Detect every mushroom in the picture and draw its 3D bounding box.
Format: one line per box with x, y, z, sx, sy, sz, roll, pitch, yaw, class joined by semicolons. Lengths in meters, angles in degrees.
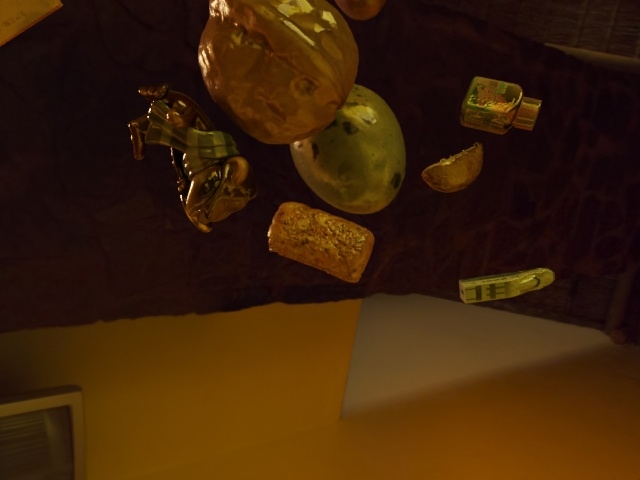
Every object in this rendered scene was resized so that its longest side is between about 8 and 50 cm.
0.352;-0.180;1.239;0.072;0.209;0.094;0;-68;59;mushroom

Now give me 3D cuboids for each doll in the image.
-0.309;-0.198;1.191;0.340;0.209;0.318;50;-15;0;doll

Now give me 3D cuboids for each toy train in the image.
0.459;0.108;1.193;0.051;0.233;0.052;-92;174;-74;toy train

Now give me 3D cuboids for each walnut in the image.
-0.102;-0.417;1.171;0.383;0.383;0.384;1;-88;55;walnut

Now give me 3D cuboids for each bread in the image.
0.000;0.000;0.982;0.083;0.210;0.114;81;30;-66;bread

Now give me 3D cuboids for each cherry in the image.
0.124;-0.850;1.604;0.206;0.239;0.240;130;-49;-66;cherry

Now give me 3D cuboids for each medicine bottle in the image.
0.481;-0.353;1.310;0.187;0.094;0.119;19;-111;20;medicine bottle

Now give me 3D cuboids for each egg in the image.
0.090;-0.281;1.521;0.428;0.345;0.345;57;-44;15;egg

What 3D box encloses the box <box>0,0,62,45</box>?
-0.652;-0.464;0.802;0.214;0.283;0.259;43;-14;13;box
